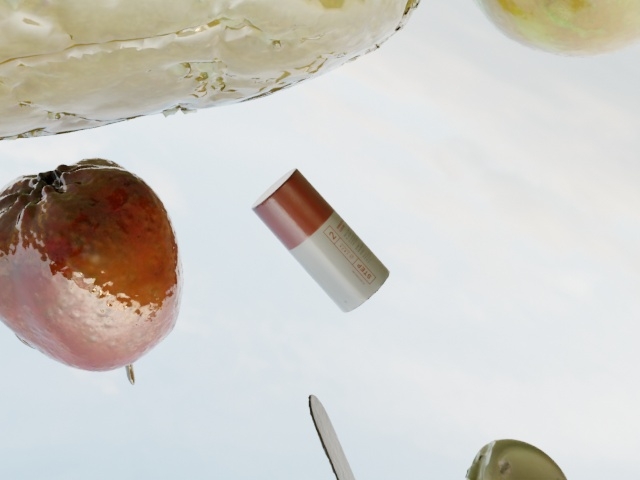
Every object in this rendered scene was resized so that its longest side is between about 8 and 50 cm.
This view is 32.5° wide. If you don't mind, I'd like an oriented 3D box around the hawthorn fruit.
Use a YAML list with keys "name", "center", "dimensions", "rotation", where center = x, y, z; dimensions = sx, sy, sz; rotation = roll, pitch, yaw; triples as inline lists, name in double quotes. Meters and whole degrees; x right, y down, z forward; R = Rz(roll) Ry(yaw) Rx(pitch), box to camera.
- name: "hawthorn fruit"
  center: [-0.306, 0.057, 1.465]
  dimensions: [0.287, 0.330, 0.287]
  rotation: [-15, -154, 8]

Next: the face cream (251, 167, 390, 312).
- name: "face cream"
  center: [0.000, 0.000, 1.651]
  dimensions: [0.214, 0.096, 0.096]
  rotation: [48, -161, -10]

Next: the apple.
- name: "apple"
  center: [0.354, -0.416, 1.397]
  dimensions: [0.384, 0.374, 0.374]
  rotation: [-29, -139, -8]

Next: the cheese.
- name: "cheese"
  center: [0.297, 0.354, 1.451]
  dimensions: [0.227, 0.064, 0.137]
  rotation: [32, -124, -10]

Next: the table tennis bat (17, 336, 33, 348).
- name: "table tennis bat"
  center: [-0.411, 0.033, 1.688]
  dimensions: [0.021, 0.274, 0.154]
  rotation: [4, 180, 41]

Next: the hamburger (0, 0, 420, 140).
- name: "hamburger"
  center: [-0.103, -0.112, 0.446]
  dimensions: [0.285, 0.134, 0.265]
  rotation: [-14, -154, -1]

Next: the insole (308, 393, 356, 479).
- name: "insole"
  center: [0.051, 0.345, 1.385]
  dimensions: [0.111, 0.007, 0.327]
  rotation: [-20, -94, -81]
